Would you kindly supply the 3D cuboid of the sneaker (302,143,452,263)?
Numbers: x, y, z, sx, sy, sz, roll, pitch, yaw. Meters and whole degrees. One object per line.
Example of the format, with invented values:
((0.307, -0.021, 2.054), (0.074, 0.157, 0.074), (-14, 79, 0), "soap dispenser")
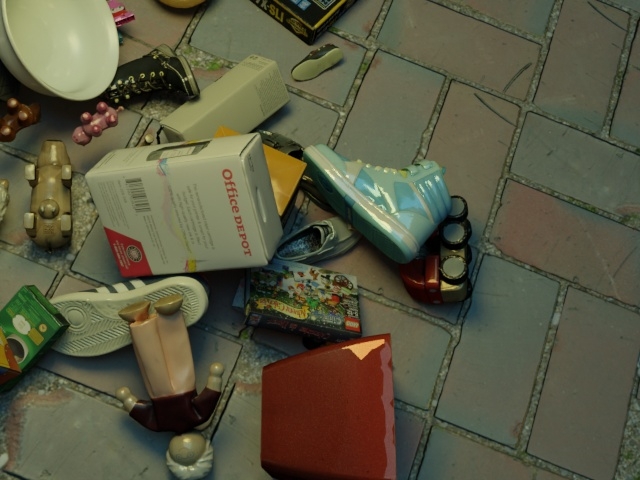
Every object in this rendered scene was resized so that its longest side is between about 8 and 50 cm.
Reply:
((0.130, -0.122, 1.699), (0.208, 0.127, 0.319), (-42, 76, -14), "sneaker")

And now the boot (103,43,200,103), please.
((-0.369, -0.335, 1.784), (0.179, 0.085, 0.236), (-27, 37, -15), "boot")

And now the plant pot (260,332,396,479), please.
((0.016, 0.334, 1.535), (0.236, 0.267, 0.267), (-2, 68, 2), "plant pot")

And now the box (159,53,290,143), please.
((-0.202, -0.279, 1.800), (0.275, 0.113, 0.094), (-40, 44, -22), "box")

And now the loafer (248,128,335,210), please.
((-0.050, -0.171, 1.809), (0.267, 0.084, 0.096), (34, 67, 5), "loafer")

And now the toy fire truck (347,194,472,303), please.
((0.189, 0.013, 1.758), (0.246, 0.158, 0.217), (-3, 62, 15), "toy fire truck")

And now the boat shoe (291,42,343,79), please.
((-0.013, -0.414, 1.938), (0.133, 0.049, 0.042), (-31, 48, -12), "boat shoe")

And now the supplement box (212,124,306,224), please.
((-0.150, -0.101, 1.704), (0.191, 0.194, 0.129), (24, 66, 1), "supplement box")

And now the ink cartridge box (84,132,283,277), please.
((-0.245, -0.063, 1.548), (0.306, 0.226, 0.131), (-5, 27, 15), "ink cartridge box")

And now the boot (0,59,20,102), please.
((-0.739, -0.427, 1.761), (0.223, 0.118, 0.338), (-5, 62, 16), "boot")

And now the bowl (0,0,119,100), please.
((-0.560, -0.417, 1.688), (0.134, 0.298, 0.297), (-9, 64, 30), "bowl")

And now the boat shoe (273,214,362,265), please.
((-0.001, -0.001, 1.750), (0.227, 0.081, 0.079), (-26, 75, -18), "boat shoe")

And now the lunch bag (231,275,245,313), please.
((-0.132, 0.118, 1.698), (0.083, 0.053, 0.071), (22, 68, -11), "lunch bag")

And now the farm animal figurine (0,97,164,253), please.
((-0.512, -0.126, 1.683), (0.330, 0.172, 0.326), (18, 79, -10), "farm animal figurine")

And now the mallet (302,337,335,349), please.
((0.059, 0.217, 1.682), (0.190, 0.062, 0.039), (17, 64, -3), "mallet")

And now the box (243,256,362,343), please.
((-0.036, 0.117, 1.661), (0.233, 0.044, 0.159), (13, 42, -17), "box")

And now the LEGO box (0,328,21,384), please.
((-0.827, 0.100, 1.476), (0.372, 0.193, 0.500), (-29, 75, -5), "LEGO box")

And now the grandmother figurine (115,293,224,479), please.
((-0.274, 0.278, 1.525), (0.208, 0.104, 0.342), (-12, 100, 18), "grandmother figurine")

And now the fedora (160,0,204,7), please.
((-0.318, -0.617, 1.942), (0.194, 0.079, 0.194), (1, 76, -4), "fedora")

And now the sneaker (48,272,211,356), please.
((-0.375, 0.131, 1.627), (0.350, 0.148, 0.131), (-9, 105, 8), "sneaker")

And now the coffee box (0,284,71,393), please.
((-0.569, 0.184, 1.562), (0.113, 0.040, 0.184), (44, 98, 10), "coffee box")

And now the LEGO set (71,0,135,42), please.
((-0.530, -0.468, 1.854), (0.227, 0.087, 0.093), (-25, 71, -11), "LEGO set")

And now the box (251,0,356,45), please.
((-0.063, -0.655, 2.008), (0.322, 0.079, 0.257), (39, 69, 7), "box")
